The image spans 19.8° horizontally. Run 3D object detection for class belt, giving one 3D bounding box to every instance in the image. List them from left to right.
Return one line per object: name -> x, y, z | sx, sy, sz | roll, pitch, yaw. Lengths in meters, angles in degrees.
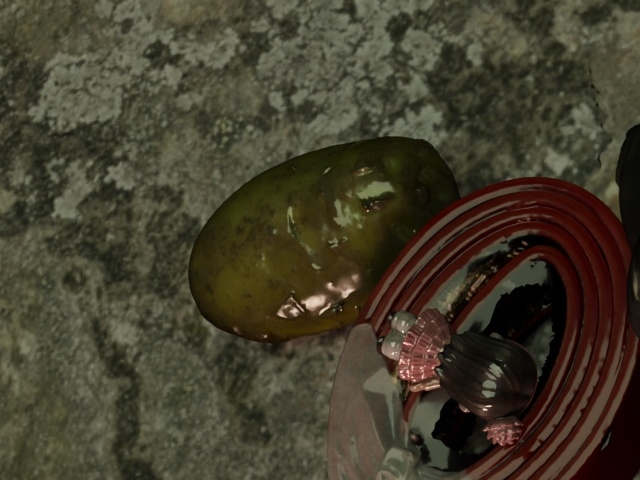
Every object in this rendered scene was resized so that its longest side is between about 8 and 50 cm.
belt -> 0.134, 0.116, 1.385 | 0.227, 0.115, 0.324 | 24, 82, 31

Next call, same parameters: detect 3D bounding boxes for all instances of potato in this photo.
potato -> 0.000, 0.000, 1.498 | 0.251, 0.113, 0.149 | -31, 68, 20

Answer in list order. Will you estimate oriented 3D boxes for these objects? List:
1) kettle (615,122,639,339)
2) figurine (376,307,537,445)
kettle -> 0.358, -0.025, 1.259 | 0.324, 0.228, 0.321 | -20, 56, 8
figurine -> 0.097, 0.093, 1.316 | 0.129, 0.054, 0.072 | 23, 84, 31
